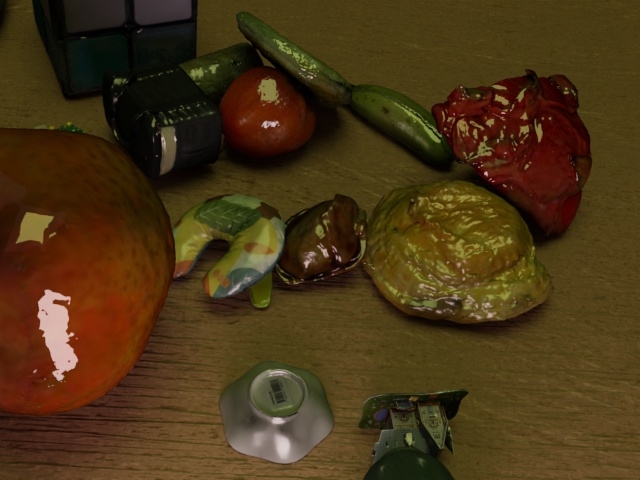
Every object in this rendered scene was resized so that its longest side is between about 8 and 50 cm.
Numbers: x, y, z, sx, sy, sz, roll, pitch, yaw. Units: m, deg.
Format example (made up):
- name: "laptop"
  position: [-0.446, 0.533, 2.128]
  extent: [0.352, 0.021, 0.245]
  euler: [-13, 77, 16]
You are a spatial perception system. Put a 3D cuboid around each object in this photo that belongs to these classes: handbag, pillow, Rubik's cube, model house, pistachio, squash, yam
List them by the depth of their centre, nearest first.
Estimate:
- name: "model house"
  position: [0.149, 0.299, 1.315]
  extent: [0.167, 0.117, 0.088]
  euler: [-1, 52, -12]
- name: "pillow"
  position: [-0.173, 0.008, 1.534]
  extent: [0.233, 0.086, 0.214]
  euler: [20, 64, 31]
- name: "pistachio"
  position: [0.000, 0.000, 1.559]
  extent: [0.210, 0.130, 0.165]
  euler: [-42, 58, -16]
- name: "handbag"
  position: [-0.329, -0.240, 1.705]
  extent: [0.181, 0.181, 0.254]
  euler: [-17, 51, -30]
- name: "squash"
  position: [0.167, -0.276, 1.858]
  extent: [0.341, 0.094, 0.094]
  euler: [37, 54, 25]
- name: "Rubik's cube"
  position: [-0.463, -0.548, 1.875]
  extent: [0.314, 0.318, 0.316]
  euler: [-14, 52, -21]
- name: "yam"
  position: [-0.230, -0.365, 1.880]
  extent: [0.194, 0.107, 0.107]
  euler: [-25, 55, -26]

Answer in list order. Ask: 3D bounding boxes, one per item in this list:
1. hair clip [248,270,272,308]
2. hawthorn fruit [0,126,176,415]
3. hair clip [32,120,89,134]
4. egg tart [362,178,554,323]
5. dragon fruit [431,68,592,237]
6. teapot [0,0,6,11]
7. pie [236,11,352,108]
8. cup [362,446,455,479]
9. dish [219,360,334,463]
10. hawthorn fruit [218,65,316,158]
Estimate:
- name: "hair clip"
  position: [-0.117, 0.046, 1.565]
  extent: [0.060, 0.033, 0.188]
  euler: [-2, 48, -8]
- name: "hawthorn fruit"
  position: [-0.434, 0.048, 1.277]
  extent: [0.472, 0.471, 0.471]
  euler: [4, 47, -4]
- name: "hair clip"
  position: [-0.580, -0.160, 1.654]
  extent: [0.321, 0.091, 0.138]
  euler: [-30, 55, -31]
- name: "egg tart"
  position: [0.243, 0.003, 1.573]
  extent: [0.340, 0.153, 0.351]
  euler: [-10, 49, -12]
- name: "dragon fruit"
  position: [0.402, -0.201, 1.635]
  extent: [0.329, 0.228, 0.286]
  euler: [25, 33, -43]
- name: "teapot"
  position: [-0.927, -0.635, 1.944]
  extent: [0.362, 0.305, 0.376]
  euler: [-4, 20, -1]
- name: "pie"
  position: [-0.060, -0.379, 1.801]
  extent: [0.323, 0.323, 0.070]
  euler: [38, 95, 25]
- name: "cup"
  position: [0.128, 0.376, 1.215]
  extent: [0.199, 0.199, 0.150]
  euler: [4, 29, -3]
- name: "dish"
  position: [-0.069, 0.258, 1.355]
  extent: [0.191, 0.066, 0.190]
  euler: [4, 47, -4]
- name: "hawthorn fruit"
  position: [-0.130, -0.249, 1.754]
  extent: [0.226, 0.196, 0.196]
  euler: [-37, 56, 2]
